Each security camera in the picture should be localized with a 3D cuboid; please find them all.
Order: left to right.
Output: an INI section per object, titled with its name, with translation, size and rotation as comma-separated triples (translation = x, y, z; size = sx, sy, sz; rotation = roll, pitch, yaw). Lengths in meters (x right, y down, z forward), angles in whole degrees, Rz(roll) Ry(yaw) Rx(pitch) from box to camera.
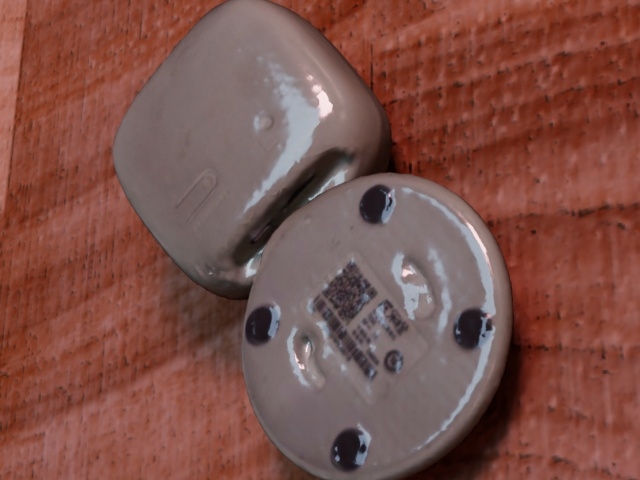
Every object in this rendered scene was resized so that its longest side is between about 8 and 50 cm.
[security camera]
translation = 0.000, 0.000, 0.879
size = 0.157, 0.080, 0.301
rotation = -47, 55, 14
